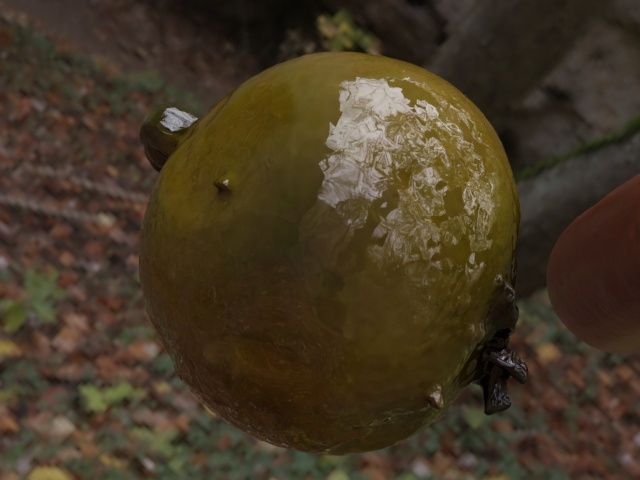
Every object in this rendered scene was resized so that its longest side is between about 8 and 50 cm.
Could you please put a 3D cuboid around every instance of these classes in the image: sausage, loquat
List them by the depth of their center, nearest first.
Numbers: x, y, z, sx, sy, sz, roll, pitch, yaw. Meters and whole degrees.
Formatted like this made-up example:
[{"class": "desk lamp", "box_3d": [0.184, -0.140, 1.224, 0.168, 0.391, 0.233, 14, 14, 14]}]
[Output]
[{"class": "loquat", "box_3d": [0.000, 0.000, 0.716, 0.204, 0.172, 0.149, 33, 15, 26]}, {"class": "sausage", "box_3d": [0.235, 0.010, 1.140, 0.113, 0.113, 0.259, 43, -15, 2]}]
